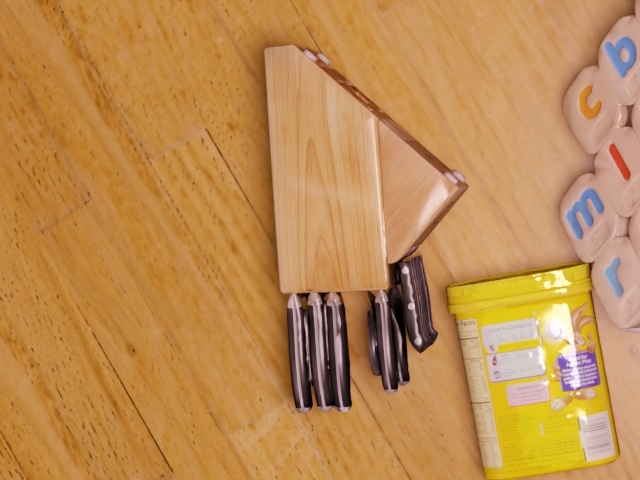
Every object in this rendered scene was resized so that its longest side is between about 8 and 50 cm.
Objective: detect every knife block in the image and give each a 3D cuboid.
[{"bbox_3d":[0.000,0.000,1.590,0.276,0.088,0.242,42,99,7],"label":"knife block"}]

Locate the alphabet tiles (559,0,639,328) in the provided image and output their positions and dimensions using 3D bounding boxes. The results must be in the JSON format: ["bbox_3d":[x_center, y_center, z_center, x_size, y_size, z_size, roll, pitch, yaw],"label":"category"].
[{"bbox_3d":[0.287,-0.066,1.435,0.284,0.021,0.278,-57,42,38],"label":"alphabet tiles"}]

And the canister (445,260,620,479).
[{"bbox_3d":[0.182,0.111,1.567,0.126,0.073,0.169,-10,92,11],"label":"canister"}]

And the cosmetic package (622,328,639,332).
[{"bbox_3d":[0.319,-0.034,1.528,0.117,0.085,0.231,9,95,12],"label":"cosmetic package"}]
